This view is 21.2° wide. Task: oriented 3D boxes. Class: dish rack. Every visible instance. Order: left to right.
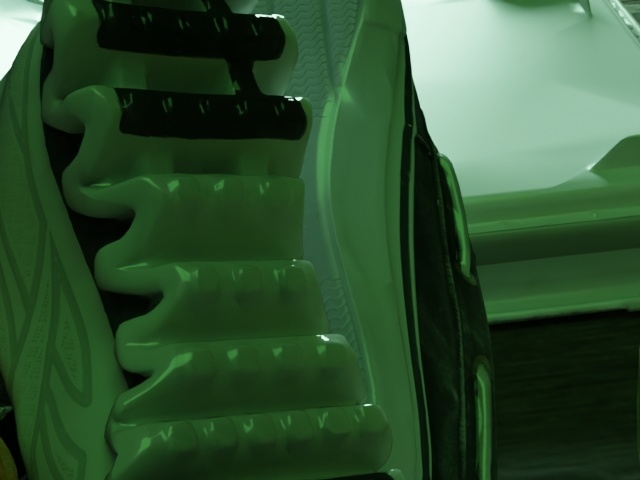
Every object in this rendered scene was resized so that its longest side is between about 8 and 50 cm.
[{"bbox_3d":[0.039,-0.064,0.868,0.333,0.072,0.285,-7,36,-10],"label":"dish rack"}]

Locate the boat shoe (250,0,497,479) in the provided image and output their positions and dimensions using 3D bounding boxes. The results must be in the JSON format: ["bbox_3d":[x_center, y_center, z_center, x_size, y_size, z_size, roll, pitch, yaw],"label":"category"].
[{"bbox_3d":[0.000,0.000,0.691,0.121,0.119,0.335,-21,51,25],"label":"boat shoe"}]

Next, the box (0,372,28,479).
[{"bbox_3d":[-0.310,0.047,0.669,0.395,0.097,0.318,29,44,32],"label":"box"}]

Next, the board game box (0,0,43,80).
[{"bbox_3d":[-0.293,-0.110,0.765,0.390,0.050,0.390,12,18,-15],"label":"board game box"}]

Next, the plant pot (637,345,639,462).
[{"bbox_3d":[0.268,0.070,0.445,0.275,0.293,0.274,-15,62,30],"label":"plant pot"}]

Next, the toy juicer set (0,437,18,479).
[{"bbox_3d":[-0.234,0.036,0.533,0.329,0.089,0.209,29,44,30],"label":"toy juicer set"}]

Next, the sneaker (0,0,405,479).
[{"bbox_3d":[-0.052,0.050,0.544,0.110,0.118,0.292,8,64,-39],"label":"sneaker"}]
